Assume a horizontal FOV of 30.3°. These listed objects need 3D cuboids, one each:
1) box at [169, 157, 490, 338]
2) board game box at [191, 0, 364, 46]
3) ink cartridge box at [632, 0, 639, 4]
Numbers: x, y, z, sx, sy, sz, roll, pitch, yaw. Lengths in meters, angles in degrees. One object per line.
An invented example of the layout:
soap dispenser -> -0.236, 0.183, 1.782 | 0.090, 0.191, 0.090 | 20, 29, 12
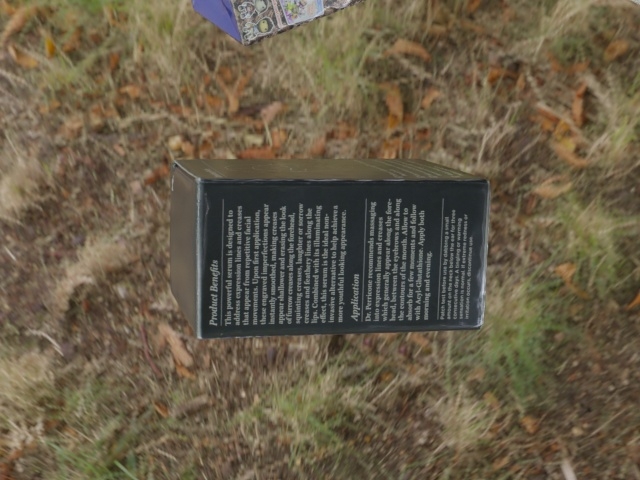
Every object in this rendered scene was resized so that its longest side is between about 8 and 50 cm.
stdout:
box -> 0.000, 0.000, 1.662 | 0.395, 0.293, 0.212 | 0, 99, -13
board game box -> -0.037, -0.419, 1.708 | 0.291, 0.141, 0.232 | -24, 31, -15
ink cartridge box -> 0.507, -0.368, 1.353 | 0.201, 0.278, 0.117 | 34, 30, 24
